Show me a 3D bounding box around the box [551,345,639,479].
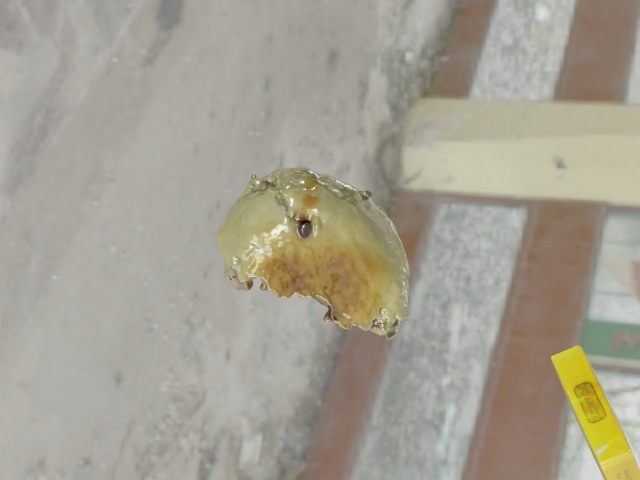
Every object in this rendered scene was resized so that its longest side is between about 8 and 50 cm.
[{"bbox_3d":[0.323,0.250,1.237,0.269,0.043,0.152,58,12,-40],"label":"box"}]

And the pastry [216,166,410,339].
[{"bbox_3d":[0.006,0.002,1.443,0.170,0.256,0.237,-62,-174,9],"label":"pastry"}]
